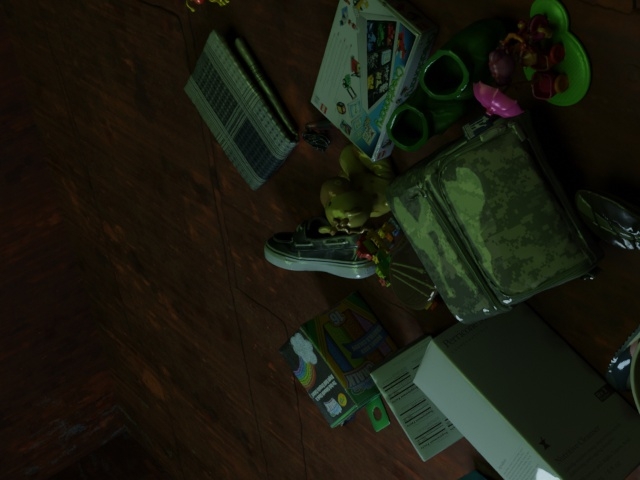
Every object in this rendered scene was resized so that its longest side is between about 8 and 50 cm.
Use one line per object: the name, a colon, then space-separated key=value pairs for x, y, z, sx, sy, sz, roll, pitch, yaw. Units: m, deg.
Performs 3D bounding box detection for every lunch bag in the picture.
lunch bag: x=0.292 y=-0.046 z=1.616 sx=0.256 sy=0.213 sz=0.305 roll=-28 pitch=92 yaw=45

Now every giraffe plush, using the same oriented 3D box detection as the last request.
giraffe plush: x=0.070 y=-0.082 z=1.949 sx=0.210 sy=0.171 sz=0.181 roll=44 pitch=147 yaw=27

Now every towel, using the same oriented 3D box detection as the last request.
towel: x=-0.183 y=-0.301 z=2.291 sx=0.324 sy=0.056 sz=0.312 roll=56 pitch=154 yaw=4

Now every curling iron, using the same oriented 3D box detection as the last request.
curling iron: x=0.054 y=-0.226 z=1.993 sx=0.068 sy=0.035 sz=0.274 roll=48 pitch=151 yaw=-22

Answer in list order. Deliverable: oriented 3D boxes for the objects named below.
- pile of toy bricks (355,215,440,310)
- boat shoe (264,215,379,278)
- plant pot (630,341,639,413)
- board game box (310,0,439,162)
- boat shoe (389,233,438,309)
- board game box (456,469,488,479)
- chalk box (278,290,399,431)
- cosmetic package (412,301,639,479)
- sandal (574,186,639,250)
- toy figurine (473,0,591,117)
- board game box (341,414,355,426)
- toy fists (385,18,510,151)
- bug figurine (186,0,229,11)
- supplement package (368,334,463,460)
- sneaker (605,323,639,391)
pile of toy bricks: x=0.154 y=0.055 z=2.006 sx=0.212 sy=0.105 sz=0.118 roll=52 pitch=150 yaw=14
boat shoe: x=0.000 y=0.000 z=2.214 sx=0.335 sy=0.121 sz=0.119 roll=6 pitch=113 yaw=43
plant pot: x=0.582 y=0.153 z=1.250 sx=0.256 sy=0.274 sz=0.256 roll=39 pitch=144 yaw=35
board game box: x=0.089 y=-0.314 z=1.807 sx=0.193 sy=0.053 sz=0.305 roll=47 pitch=142 yaw=23
boat shoe: x=0.204 y=-0.001 z=1.870 sx=0.109 sy=0.098 sz=0.302 roll=25 pitch=130 yaw=25
board game box: x=0.415 y=0.673 z=2.103 sx=0.336 sy=0.079 sz=0.253 roll=28 pitch=140 yaw=63
chalk box: x=0.074 y=0.299 z=2.278 sx=0.289 sy=0.179 sz=0.180 roll=54 pitch=149 yaw=10
cosmetic package: x=0.376 y=0.297 z=1.767 sx=0.385 sy=0.217 sz=0.156 roll=46 pitch=148 yaw=20
sandal: x=0.484 y=-0.031 z=1.472 sx=0.219 sy=0.060 sz=0.090 roll=17 pitch=137 yaw=33
toy figurine: x=0.294 y=-0.252 z=1.460 sx=0.130 sy=0.159 sz=0.173 roll=21 pitch=132 yaw=49
board game box: x=0.040 y=0.345 z=2.507 sx=0.165 sy=0.042 sz=0.243 roll=48 pitch=149 yaw=22
toy fists: x=0.214 y=-0.251 z=1.610 sx=0.096 sy=0.142 sz=0.279 roll=41 pitch=149 yaw=6
bug figurine: x=-0.268 y=-0.629 z=2.096 sx=0.216 sy=0.072 sz=0.279 roll=-12 pitch=105 yaw=60
supplement package: x=0.212 y=0.315 z=2.034 sx=0.203 sy=0.149 sz=0.194 roll=58 pitch=179 yaw=4
sneaker: x=0.540 y=0.169 z=1.497 sx=0.131 sy=0.112 sz=0.319 roll=51 pitch=151 yaw=23
